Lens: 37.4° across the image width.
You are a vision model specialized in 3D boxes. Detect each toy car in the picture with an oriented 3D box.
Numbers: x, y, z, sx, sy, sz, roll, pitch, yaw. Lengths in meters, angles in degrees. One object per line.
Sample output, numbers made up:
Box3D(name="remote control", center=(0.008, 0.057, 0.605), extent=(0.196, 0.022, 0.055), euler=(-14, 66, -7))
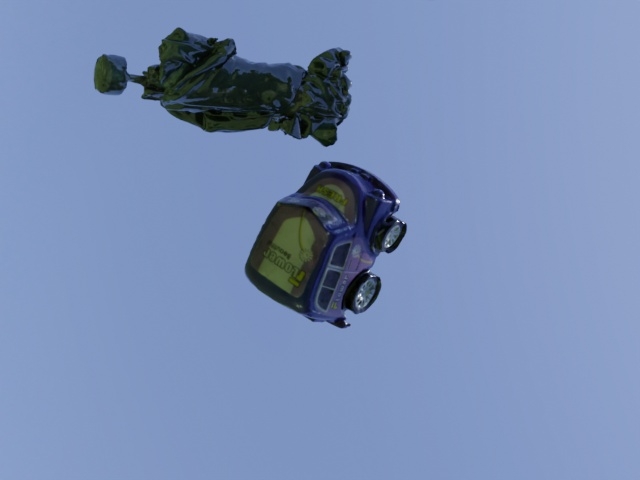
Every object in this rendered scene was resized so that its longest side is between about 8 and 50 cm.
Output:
Box3D(name="toy car", center=(0.000, 0.000, 1.361), extent=(0.172, 0.158, 0.235), euler=(30, -80, 28))

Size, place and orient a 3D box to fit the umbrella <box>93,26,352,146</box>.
Box3D(name="umbrella", center=(-0.117, -0.199, 1.203), extent=(0.094, 0.348, 0.143), euler=(51, -48, 50))
